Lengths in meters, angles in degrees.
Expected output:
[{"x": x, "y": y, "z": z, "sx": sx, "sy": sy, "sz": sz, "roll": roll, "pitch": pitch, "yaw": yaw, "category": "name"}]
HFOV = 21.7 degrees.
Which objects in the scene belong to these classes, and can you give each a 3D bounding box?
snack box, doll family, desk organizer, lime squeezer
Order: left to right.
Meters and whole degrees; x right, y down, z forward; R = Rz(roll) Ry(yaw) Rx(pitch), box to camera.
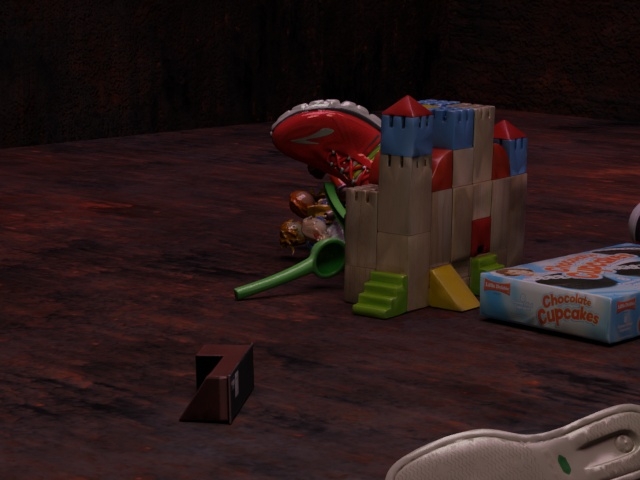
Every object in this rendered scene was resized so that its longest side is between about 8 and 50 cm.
[{"x": -0.099, "y": 0.135, "z": 1.598, "sx": 0.050, "sy": 0.047, "sz": 0.130, "roll": 0, "pitch": 10, "yaw": 7, "category": "desk organizer"}, {"x": 0.000, "y": 0.000, "z": 2.166, "sx": 0.110, "sy": 0.059, "sz": 0.310, "roll": 24, "pitch": 36, "yaw": 10, "category": "lime squeezer"}, {"x": 0.026, "y": -0.022, "z": 2.362, "sx": 0.163, "sy": 0.118, "sz": 0.263, "roll": 8, "pitch": 34, "yaw": -2, "category": "doll family"}, {"x": 0.364, "y": 0.059, "z": 2.033, "sx": 0.187, "sy": 0.060, "sz": 0.322, "roll": 10, "pitch": 14, "yaw": 42, "category": "snack box"}]

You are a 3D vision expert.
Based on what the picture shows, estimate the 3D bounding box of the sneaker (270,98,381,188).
[{"x": 0.065, "y": -0.102, "z": 2.272, "sx": 0.279, "sy": 0.107, "sz": 0.118, "roll": 19, "pitch": 43, "yaw": -11, "category": "sneaker"}]

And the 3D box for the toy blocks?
[{"x": 0.154, "y": -0.064, "z": 2.131, "sx": 0.191, "sy": 0.260, "sz": 0.381, "roll": 8, "pitch": 12, "yaw": 35, "category": "toy blocks"}]

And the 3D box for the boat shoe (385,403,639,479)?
[{"x": 0.159, "y": 0.190, "z": 1.306, "sx": 0.233, "sy": 0.084, "sz": 0.079, "roll": -9, "pitch": -25, "yaw": -17, "category": "boat shoe"}]

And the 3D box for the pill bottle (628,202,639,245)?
[{"x": 0.493, "y": -0.007, "z": 2.283, "sx": 0.108, "sy": 0.108, "sz": 0.193, "roll": -1, "pitch": 10, "yaw": -10, "category": "pill bottle"}]
